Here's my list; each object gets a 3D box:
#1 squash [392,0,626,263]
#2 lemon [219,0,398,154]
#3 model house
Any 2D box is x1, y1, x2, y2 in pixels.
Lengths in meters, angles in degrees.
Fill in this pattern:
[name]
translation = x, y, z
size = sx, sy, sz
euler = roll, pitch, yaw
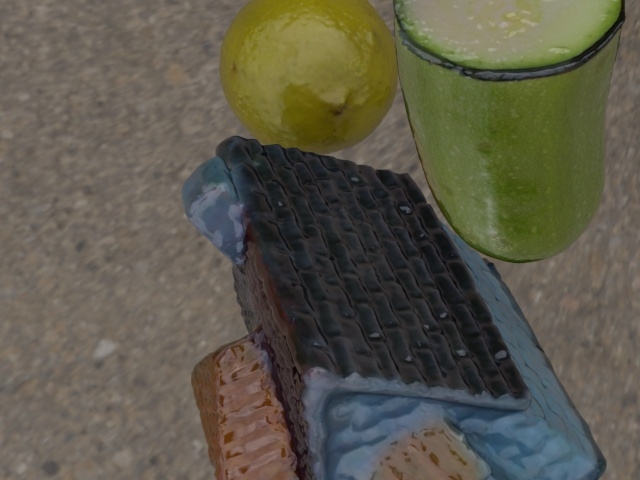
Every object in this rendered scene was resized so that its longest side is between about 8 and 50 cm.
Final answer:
[squash]
translation = 0.080, -0.052, 0.662
size = 0.095, 0.188, 0.095
euler = -3, 59, 5
[lemon]
translation = -0.014, -0.174, 1.513
size = 0.178, 0.203, 0.178
euler = -9, 119, -16
[model house]
translation = 0.008, 0.110, 1.281
size = 0.297, 0.360, 0.339
euler = -34, 131, 12
